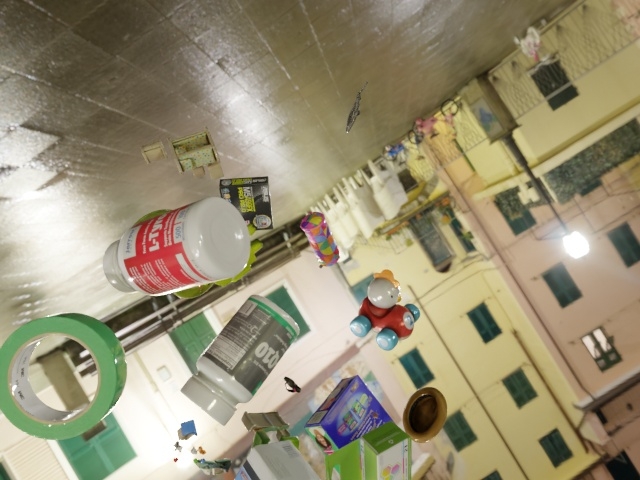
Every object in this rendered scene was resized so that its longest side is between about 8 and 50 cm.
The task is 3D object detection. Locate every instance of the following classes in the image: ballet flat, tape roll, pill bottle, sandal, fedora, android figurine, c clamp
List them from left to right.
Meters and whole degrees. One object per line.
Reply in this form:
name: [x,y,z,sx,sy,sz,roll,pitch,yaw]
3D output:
tape roll: [-0.687,0.356,1.218,0.321,0.321,0.077,-32,-179,-1]
pill bottle: [-0.425,0.033,1.328,0.407,0.229,0.229,-15,-174,27]
ballet flat: [-0.468,0.986,1.994,0.188,0.070,0.070,23,136,-40]
android figurine: [-0.342,0.060,1.726,0.273,0.056,0.248,-42,139,-23]
pill bottle: [-0.246,0.363,1.414,0.361,0.204,0.204,-52,-174,-23]
sandal: [-0.132,0.645,2.024,0.040,0.067,0.179,-64,157,-25]
c clamp: [0.118,-0.449,1.564,0.137,0.022,0.161,126,-20,-48]
fedora: [0.380,0.617,1.610,0.194,0.079,0.194,-34,-142,32]

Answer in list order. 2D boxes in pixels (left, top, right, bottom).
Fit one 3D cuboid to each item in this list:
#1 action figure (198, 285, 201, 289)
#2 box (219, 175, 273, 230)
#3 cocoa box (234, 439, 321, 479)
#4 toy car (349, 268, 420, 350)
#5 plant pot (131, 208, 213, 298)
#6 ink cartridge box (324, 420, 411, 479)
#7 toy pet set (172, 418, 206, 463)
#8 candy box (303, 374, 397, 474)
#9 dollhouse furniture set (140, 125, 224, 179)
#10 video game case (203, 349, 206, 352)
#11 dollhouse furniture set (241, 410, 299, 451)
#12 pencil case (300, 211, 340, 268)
action figure: [-0.481,0.108,1.734,0.091,0.139,0.280,-18,168,20]
box: [-0.329,-0.159,2.070,0.216,0.060,0.270,-3,134,-3]
cocoa box: [-0.150,1.016,1.820,0.231,0.347,0.228,19,104,-50]
toy car: [0.239,0.215,1.607,0.219,0.210,0.238,-34,137,-45]
plant pot: [-0.650,0.085,2.095,0.366,0.367,0.353,-31,-141,-29]
ink cartridge box: [0.147,0.690,1.374,0.255,0.189,0.097,-15,-158,-30]
toy pet set: [-0.410,0.643,1.470,0.065,0.114,0.122,-41,140,16]
candy box: [0.134,0.724,1.731,0.268,0.317,0.122,-39,-177,-42]
dollhouse furniture set: [-0.365,-0.194,1.252,0.181,0.101,0.161,-21,147,-11]
video game case: [-0.446,0.557,1.986,0.143,0.157,0.019,2,169,7]
dollhouse furniture set: [-0.251,0.939,2.160,0.197,0.151,0.301,12,-179,-27]
pencil case: [0.000,0.000,1.725,0.104,0.104,0.236,-32,135,-10]
